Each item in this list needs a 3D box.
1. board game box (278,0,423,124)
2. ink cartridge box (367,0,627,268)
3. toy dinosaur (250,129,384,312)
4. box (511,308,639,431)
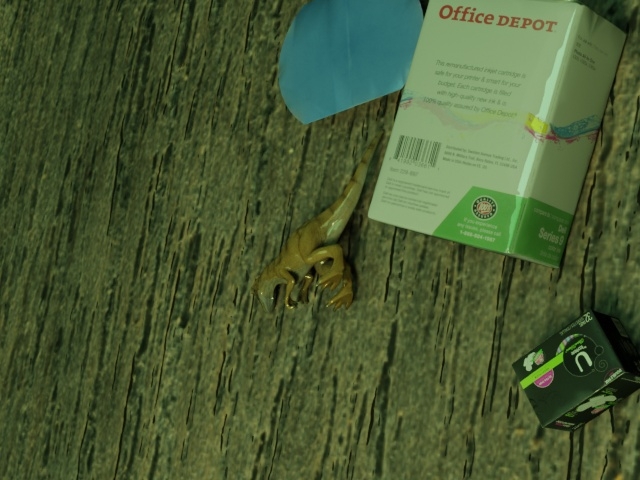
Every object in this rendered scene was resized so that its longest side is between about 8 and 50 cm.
[{"bbox_3d":[0.036,-0.183,1.263,0.168,0.033,0.133,-17,64,31],"label":"board game box"},{"bbox_3d":[0.149,-0.099,1.106,0.154,0.093,0.212,15,91,40],"label":"ink cartridge box"},{"bbox_3d":[0.000,0.000,1.227,0.211,0.064,0.112,-47,53,21],"label":"toy dinosaur"},{"bbox_3d":[0.207,0.105,1.034,0.083,0.052,0.062,-40,57,25],"label":"box"}]
